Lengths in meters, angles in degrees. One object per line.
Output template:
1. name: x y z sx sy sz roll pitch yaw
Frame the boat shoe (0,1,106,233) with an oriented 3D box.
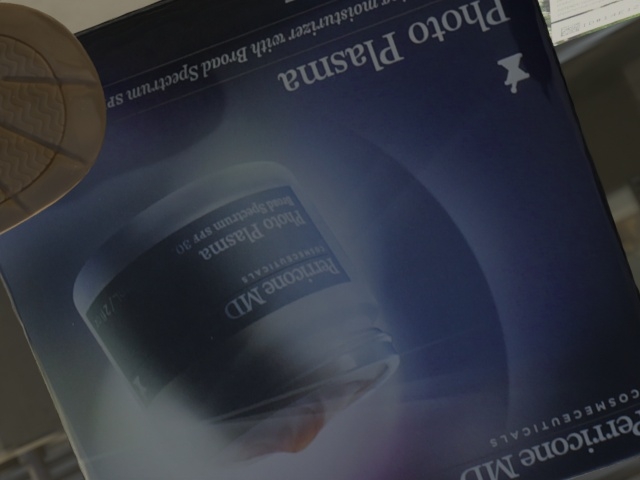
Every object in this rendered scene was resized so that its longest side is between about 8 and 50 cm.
1. boat shoe: -0.213 0.000 0.519 0.285 0.103 0.092 -27 -179 -11

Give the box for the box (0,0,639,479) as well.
1. box: 0.000 0.000 0.772 0.296 0.294 0.183 -20 -171 6

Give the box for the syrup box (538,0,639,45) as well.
1. syrup box: 0.148 -0.223 0.841 0.093 0.096 0.237 -20 151 2
